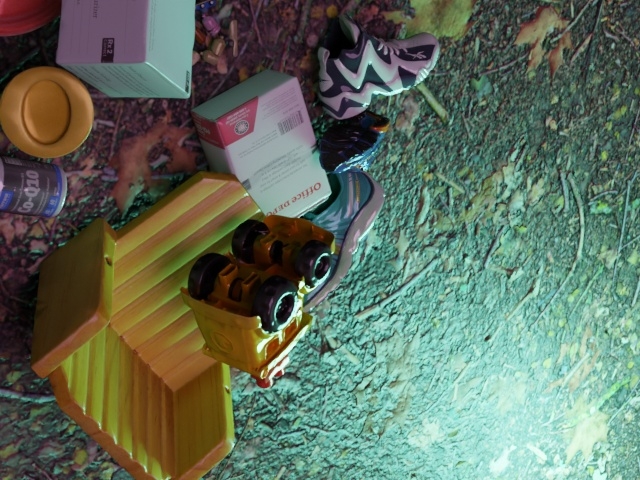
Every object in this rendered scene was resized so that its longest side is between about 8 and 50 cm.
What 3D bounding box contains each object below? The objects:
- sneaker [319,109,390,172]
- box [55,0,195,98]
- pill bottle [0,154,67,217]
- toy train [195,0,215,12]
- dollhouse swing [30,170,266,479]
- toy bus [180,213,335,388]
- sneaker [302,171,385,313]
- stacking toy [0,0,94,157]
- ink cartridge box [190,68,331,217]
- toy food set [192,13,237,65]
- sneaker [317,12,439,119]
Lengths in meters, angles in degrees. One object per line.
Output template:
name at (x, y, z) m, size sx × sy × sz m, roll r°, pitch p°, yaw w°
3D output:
sneaker at (0.056, -0.144, 1.904) m, size 0.221 × 0.083 × 0.087 m, roll -39°, pitch 146°, yaw -60°
box at (-0.240, -0.287, 1.488) m, size 0.182 × 0.119 × 0.181 m, roll 33°, pitch 59°, yaw -77°
pill bottle at (-0.425, -0.076, 1.611) m, size 0.137 × 0.078 × 0.078 m, roll 7°, pitch 102°, yaw -39°
toy train at (-0.213, -0.330, 1.710) m, size 0.158 × 0.027 × 0.036 m, roll -29°, pitch 126°, yaw -25°
dollhouse swing at (-0.187, 0.130, 1.722) m, size 0.305 × 0.315 × 0.347 m, roll -26°, pitch 127°, yaw 12°
toy bus at (-0.074, 0.099, 1.704) m, size 0.220 × 0.149 × 0.211 m, roll -44°, pitch 138°, yaw -38°
sneaker at (0.000, 0.000, 1.970) m, size 0.110 × 0.107 × 0.275 m, roll 30°, pitch 83°, yaw -21°
stacking toy at (-0.439, -0.272, 1.543) m, size 0.279 × 0.130 × 0.309 m, roll 0°, pitch 106°, yaw -10°
ink cartridge box at (-0.090, -0.134, 1.836) m, size 0.158 × 0.092 × 0.218 m, roll -32°, pitch 122°, yaw -24°
toy food set at (-0.183, -0.298, 1.752) m, size 0.122 × 0.019 × 0.078 m, roll -10°, pitch 112°, yaw -26°
sneaker at (0.088, -0.315, 1.900) m, size 0.235 × 0.094 × 0.153 m, roll -28°, pitch 131°, yaw -14°
